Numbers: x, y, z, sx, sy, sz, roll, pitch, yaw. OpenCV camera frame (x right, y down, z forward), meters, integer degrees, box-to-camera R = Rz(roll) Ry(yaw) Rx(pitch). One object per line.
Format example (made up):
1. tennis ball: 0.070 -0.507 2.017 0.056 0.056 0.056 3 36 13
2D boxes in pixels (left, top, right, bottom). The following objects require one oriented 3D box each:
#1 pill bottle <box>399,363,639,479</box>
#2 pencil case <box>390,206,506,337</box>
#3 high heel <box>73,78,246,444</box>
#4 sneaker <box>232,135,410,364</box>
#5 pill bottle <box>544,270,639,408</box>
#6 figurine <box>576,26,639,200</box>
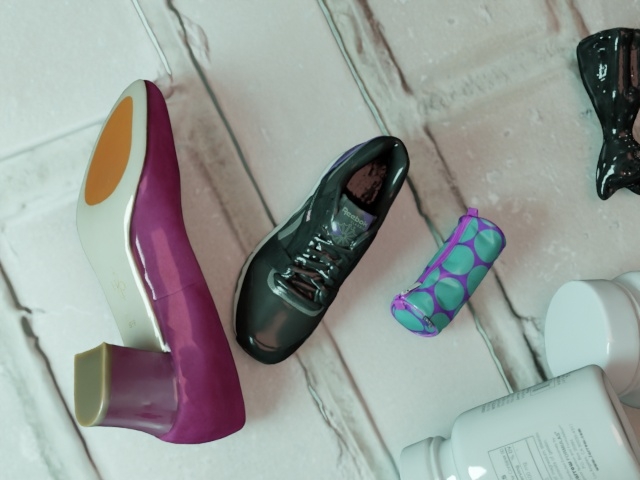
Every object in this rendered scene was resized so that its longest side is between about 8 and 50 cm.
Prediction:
1. pill bottle: 0.206 0.228 0.871 0.229 0.131 0.131 -25 87 19
2. pencil case: 0.148 0.039 0.969 0.151 0.064 0.070 -50 120 -18
3. high heel: -0.157 0.021 0.890 0.181 0.127 0.377 17 70 -42
4. sneaker: 0.000 0.000 0.903 0.107 0.124 0.283 33 74 -7
5. pill bottle: 0.421 0.116 0.981 0.283 0.160 0.160 2 80 -15
6. figurine: 0.441 -0.158 1.083 0.215 0.092 0.209 -2 89 -17
